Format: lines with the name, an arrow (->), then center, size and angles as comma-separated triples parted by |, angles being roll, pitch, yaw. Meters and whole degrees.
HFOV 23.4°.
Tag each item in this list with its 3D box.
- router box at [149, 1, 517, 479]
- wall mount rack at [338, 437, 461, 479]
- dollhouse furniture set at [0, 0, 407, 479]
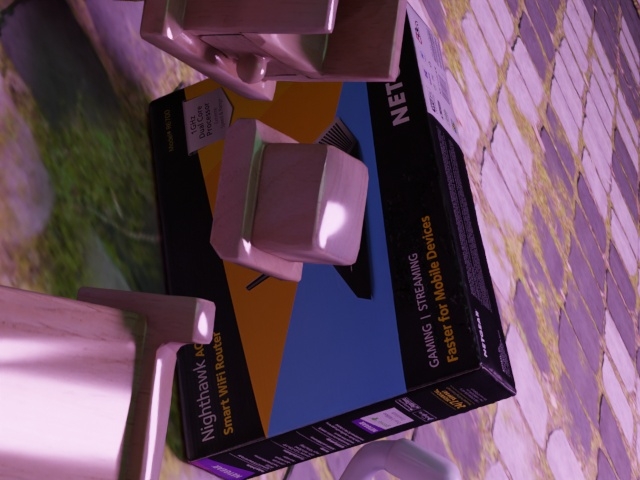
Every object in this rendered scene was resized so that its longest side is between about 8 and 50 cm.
router box -> 0.000, 0.000, 0.662 | 0.046, 0.133, 0.179 | 40, 35, -54
wall mount rack -> 0.088, 0.203, 0.539 | 0.304, 0.130, 0.350 | 35, 14, 15
dollhouse furniture set -> -0.127, 0.042, 0.416 | 0.303, 0.174, 0.355 | 22, 74, -62
